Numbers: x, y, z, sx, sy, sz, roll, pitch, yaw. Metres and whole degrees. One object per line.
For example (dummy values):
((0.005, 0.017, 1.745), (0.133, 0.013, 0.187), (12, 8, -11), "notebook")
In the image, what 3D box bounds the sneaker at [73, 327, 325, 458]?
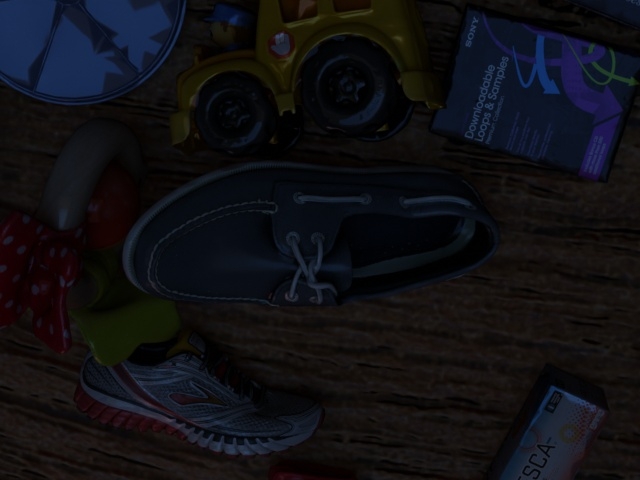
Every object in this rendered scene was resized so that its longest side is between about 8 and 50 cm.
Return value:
((-0.106, 0.132, 1.412), (0.225, 0.088, 0.092), (13, 105, -1), "sneaker")

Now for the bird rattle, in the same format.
((-0.209, -0.005, 1.309), (0.143, 0.253, 0.206), (12, 79, 19), "bird rattle")

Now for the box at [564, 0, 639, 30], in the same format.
((0.389, -0.279, 1.216), (0.343, 0.179, 0.312), (21, 105, -3), "box")

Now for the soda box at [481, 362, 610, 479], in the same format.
((0.192, 0.208, 1.431), (0.063, 0.058, 0.183), (25, 105, -4), "soda box")

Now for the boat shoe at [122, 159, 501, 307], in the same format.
((0.000, 0.000, 1.295), (0.320, 0.099, 0.116), (-7, 115, -23), "boat shoe")

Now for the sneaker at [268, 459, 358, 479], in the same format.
((-0.054, 0.276, 1.464), (0.221, 0.087, 0.128), (-21, 96, -3), "sneaker")

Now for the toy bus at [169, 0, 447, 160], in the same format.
((-0.022, -0.177, 1.297), (0.220, 0.149, 0.211), (-11, 91, 11), "toy bus")

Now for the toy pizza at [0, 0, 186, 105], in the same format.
((-0.213, -0.216, 1.346), (0.201, 0.032, 0.201), (1, 106, 2), "toy pizza")

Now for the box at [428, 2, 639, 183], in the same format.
((0.185, -0.126, 1.350), (0.162, 0.029, 0.116), (16, 106, 0), "box")
